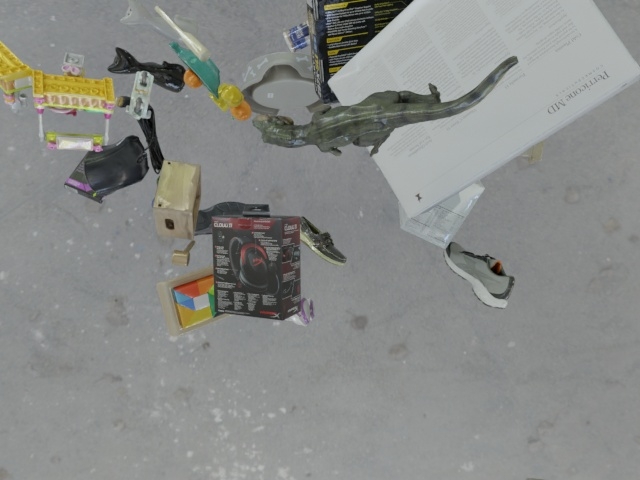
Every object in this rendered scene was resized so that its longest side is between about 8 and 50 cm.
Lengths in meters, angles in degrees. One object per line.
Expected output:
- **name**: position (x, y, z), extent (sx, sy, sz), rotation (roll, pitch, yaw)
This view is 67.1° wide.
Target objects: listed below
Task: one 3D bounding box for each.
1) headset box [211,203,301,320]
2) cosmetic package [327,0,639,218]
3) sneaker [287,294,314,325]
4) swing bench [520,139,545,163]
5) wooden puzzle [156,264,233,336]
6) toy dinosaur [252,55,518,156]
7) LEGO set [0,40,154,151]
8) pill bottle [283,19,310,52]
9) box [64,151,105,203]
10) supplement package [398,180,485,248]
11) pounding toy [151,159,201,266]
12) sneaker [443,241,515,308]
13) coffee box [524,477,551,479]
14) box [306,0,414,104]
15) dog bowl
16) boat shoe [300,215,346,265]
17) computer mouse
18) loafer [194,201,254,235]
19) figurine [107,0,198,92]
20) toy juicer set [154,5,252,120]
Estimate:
- **headset box**: position (-0.170, 0.049, 1.287), extent (0.218, 0.110, 0.293), rotation (2, 97, 25)
- **cosmetic package**: position (0.230, -0.251, 0.760), extent (0.377, 0.097, 0.284), rotation (-34, 79, 33)
- **sneaker**: position (-0.110, 0.277, 1.860), extent (0.152, 0.305, 0.114), rotation (-5, 79, 6)
- **swing bench**: position (0.358, -0.262, 1.059), extent (0.253, 0.254, 0.165), rotation (10, 100, 20)
- **wooden puzzle**: position (-0.407, 0.203, 1.623), extent (0.238, 0.044, 0.221), rotation (-17, 121, -22)
- **toy dinosaur**: position (0.064, -0.124, 0.487), extent (0.268, 0.118, 0.064), rotation (-7, 96, 29)
- **LEGO set**: position (-0.382, -0.203, 0.654), extent (0.287, 0.132, 0.107), rotation (17, 140, -15)
- **pill bottle**: position (-0.049, -0.630, 1.477), extent (0.120, 0.067, 0.067), rotation (-24, 113, 6)
- **box**: position (-0.693, -0.205, 1.493), extent (0.116, 0.162, 0.029), rotation (24, 149, -8)
- **supplement package**: position (0.336, -0.126, 1.382), extent (0.149, 0.194, 0.203), rotation (24, 117, -5)
- **pounding toy**: position (-0.330, -0.043, 1.088), extent (0.094, 0.206, 0.181), rotation (7, 152, -10)
- **sneaker**: position (0.449, 0.075, 1.357), extent (0.100, 0.271, 0.108), rotation (9, 116, -28)
- **coffee box**: position (0.377, 0.479, 0.625), extent (0.168, 0.119, 0.297), rotation (-11, 104, 33)
- **box**: position (0.140, -0.421, 0.938), extent (0.322, 0.079, 0.257), rotation (-12, 127, -6)
- **dog bowl**: position (-0.118, -0.546, 1.702), extent (0.348, 0.349, 0.102), rotation (-4, 83, -3)
- **boat shoe**: position (0.000, 0.000, 1.584), extent (0.223, 0.080, 0.073), rotation (36, 107, 20)
- **computer mouse**: position (-0.401, -0.207, 1.012), extent (0.060, 0.262, 0.184), rotation (-4, 110, 16)
- **loafer**: position (-0.402, -0.077, 1.852), extent (0.302, 0.095, 0.109), rotation (-13, 78, -32)
- **figurine**: position (-0.468, -0.543, 1.347), extent (0.209, 0.092, 0.215), rotation (1, 120, -47)
- **toy juicer set**: position (-0.294, -0.412, 1.230), extent (0.089, 0.209, 0.329), rotation (-43, 146, -1)
